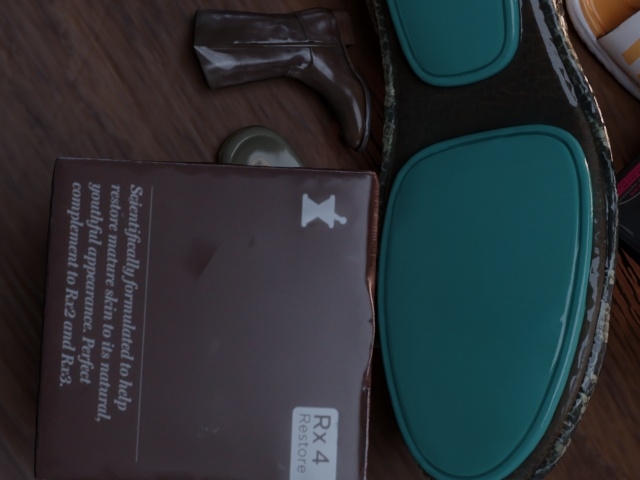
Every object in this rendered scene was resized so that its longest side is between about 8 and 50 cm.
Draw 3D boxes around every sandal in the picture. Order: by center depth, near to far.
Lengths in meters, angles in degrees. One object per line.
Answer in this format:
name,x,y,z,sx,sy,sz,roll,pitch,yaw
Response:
sandal,0.000,0.000,0.922,0.072,0.049,0.180,-40,100,-19
sandal,0.294,-0.124,1.031,0.265,0.076,0.102,46,71,-12

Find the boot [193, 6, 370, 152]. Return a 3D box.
boot,-0.029,-0.105,0.926,0.114,0.037,0.106,-6,74,-25

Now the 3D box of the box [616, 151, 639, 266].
box,0.344,0.024,0.967,0.165,0.143,0.270,-45,108,6

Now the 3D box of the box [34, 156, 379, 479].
box,-0.058,0.051,0.791,0.167,0.203,0.168,3,84,-1

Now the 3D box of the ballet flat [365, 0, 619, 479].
ballet flat,0.117,-0.081,0.919,0.182,0.164,0.483,1,82,-63
